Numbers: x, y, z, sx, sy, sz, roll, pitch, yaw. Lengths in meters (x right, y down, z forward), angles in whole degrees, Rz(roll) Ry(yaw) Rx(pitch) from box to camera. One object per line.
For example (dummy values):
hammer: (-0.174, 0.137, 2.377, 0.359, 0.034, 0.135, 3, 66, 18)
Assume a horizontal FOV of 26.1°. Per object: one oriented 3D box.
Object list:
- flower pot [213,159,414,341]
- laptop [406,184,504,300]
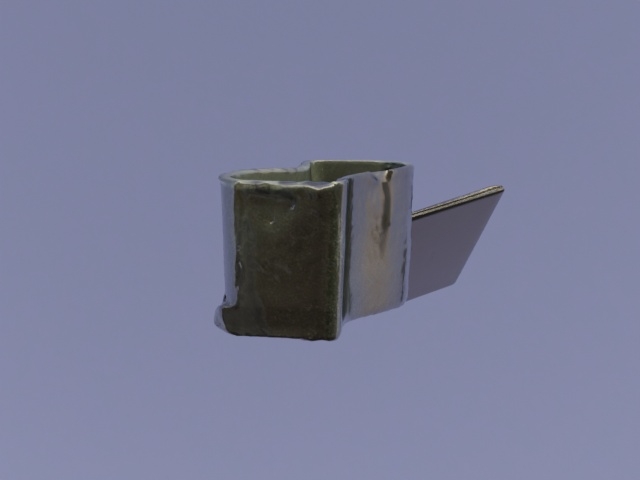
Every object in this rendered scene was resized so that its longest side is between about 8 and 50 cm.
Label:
flower pot: (0.000, 0.000, 0.991, 0.103, 0.229, 0.108, 4, -83, 20)
laptop: (0.104, 0.012, 1.375, 0.129, 0.016, 0.180, -18, -26, -24)
